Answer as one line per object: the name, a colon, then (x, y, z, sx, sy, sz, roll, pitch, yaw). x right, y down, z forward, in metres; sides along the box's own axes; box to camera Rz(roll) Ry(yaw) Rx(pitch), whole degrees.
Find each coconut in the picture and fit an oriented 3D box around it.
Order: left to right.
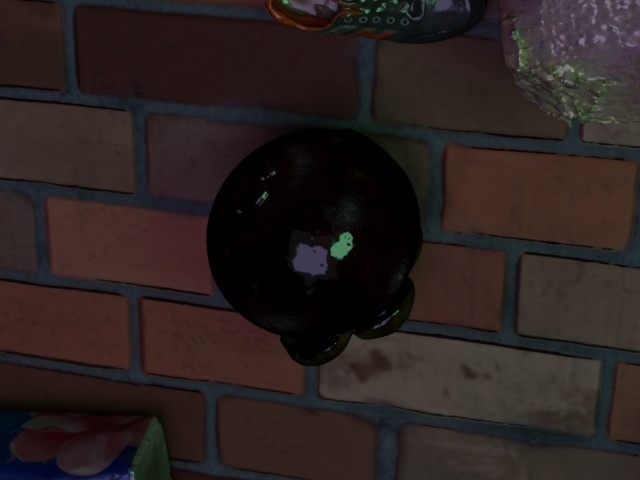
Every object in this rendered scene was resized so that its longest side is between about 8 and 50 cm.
coconut: (0.265, -0.195, 1.064, 0.245, 0.233, 0.233, -3, 112, 22)

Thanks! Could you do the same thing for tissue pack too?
tissue pack: (-0.295, 0.286, 1.495, 0.270, 0.137, 0.209, 0, 113, 12)

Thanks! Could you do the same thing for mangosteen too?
mangosteen: (0.000, 0.000, 1.255, 0.210, 0.210, 0.210, 6, 115, 13)

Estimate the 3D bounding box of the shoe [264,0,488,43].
shoe: (0.043, -0.200, 1.210, 0.194, 0.077, 0.074, 8, 115, 12)
